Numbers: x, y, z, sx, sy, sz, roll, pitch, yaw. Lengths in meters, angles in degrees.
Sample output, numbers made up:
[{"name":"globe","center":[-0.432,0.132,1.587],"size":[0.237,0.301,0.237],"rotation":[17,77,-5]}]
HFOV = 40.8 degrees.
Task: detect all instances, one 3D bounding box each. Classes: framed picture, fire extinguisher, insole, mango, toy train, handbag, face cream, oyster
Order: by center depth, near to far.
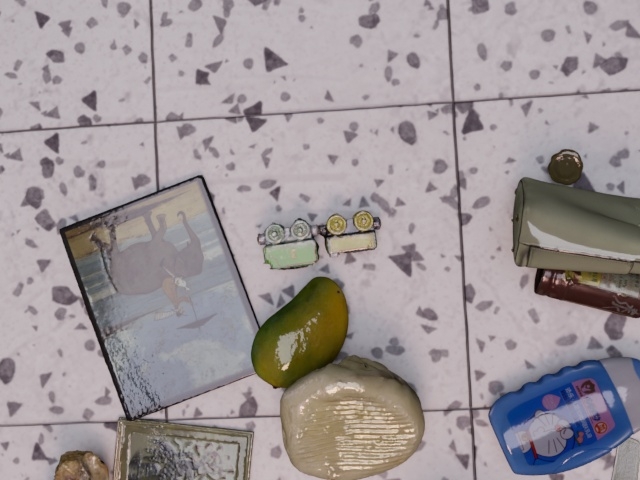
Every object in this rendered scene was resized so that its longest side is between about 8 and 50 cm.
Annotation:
[{"name":"handbag","center":[0.444,-0.021,1.271],"size":[0.315,0.241,0.109],"rotation":[3,113,11]},{"name":"face cream","center":[0.401,0.267,1.329],"size":[0.264,0.083,0.149],"rotation":[-24,88,3]},{"name":"fire extinguisher","center":[0.463,0.088,1.348],"size":[0.252,0.106,0.075],"rotation":[14,47,5]},{"name":"insole","center":[0.482,0.387,1.355],"size":[0.053,0.002,0.152],"rotation":[8,88,6]},{"name":"mango","center":[-0.026,0.154,1.370],"size":[0.191,0.085,0.122],"rotation":[-43,81,-1]},{"name":"toy train","center":[0.000,0.000,1.391],"size":[0.202,0.060,0.081],"rotation":[-8,94,5]},{"name":"oyster","center":[-0.389,0.442,1.392],"size":[0.162,0.107,0.232],"rotation":[5,105,8]},{"name":"framed picture","center":[-0.229,0.386,1.416],"size":[0.231,0.010,0.173],"rotation":[4,88,6]},{"name":"framed picture","center":[-0.256,0.094,1.425],"size":[0.265,0.016,0.347],"rotation":[-20,86,1]}]

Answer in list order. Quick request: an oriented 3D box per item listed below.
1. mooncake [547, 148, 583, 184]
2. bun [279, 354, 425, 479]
[{"name":"mooncake","center":[0.466,-0.248,1.361],"size":[0.347,0.057,0.150],"rotation":[-42,97,-1]},{"name":"bun","center":[0.045,0.263,1.329],"size":[0.231,0.133,0.231],"rotation":[-2,121,-3]}]
